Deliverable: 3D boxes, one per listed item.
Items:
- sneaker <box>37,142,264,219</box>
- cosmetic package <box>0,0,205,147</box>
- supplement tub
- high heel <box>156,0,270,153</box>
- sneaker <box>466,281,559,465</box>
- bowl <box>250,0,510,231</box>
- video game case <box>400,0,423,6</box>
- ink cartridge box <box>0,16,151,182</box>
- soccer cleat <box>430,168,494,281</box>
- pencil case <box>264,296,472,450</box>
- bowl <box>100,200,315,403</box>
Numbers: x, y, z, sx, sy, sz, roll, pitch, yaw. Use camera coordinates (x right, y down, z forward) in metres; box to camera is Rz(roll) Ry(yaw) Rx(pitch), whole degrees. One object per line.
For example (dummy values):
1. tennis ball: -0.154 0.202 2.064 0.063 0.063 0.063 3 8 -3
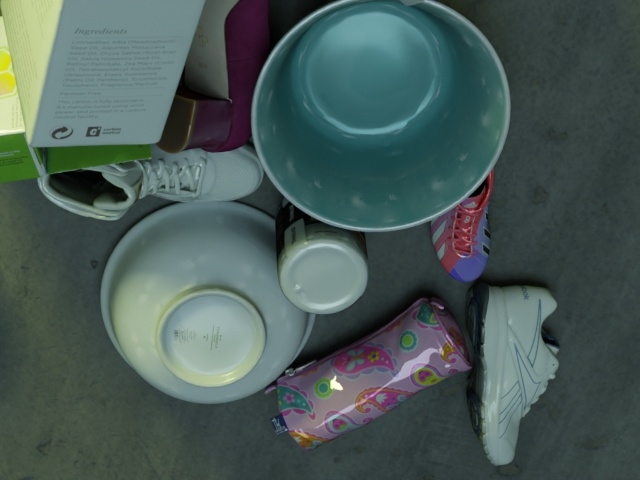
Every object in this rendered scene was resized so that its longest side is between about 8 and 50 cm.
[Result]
1. sneaker: -0.212 -0.073 1.897 0.293 0.169 0.108 7 117 -9
2. cosmetic package: -0.223 -0.325 1.611 0.162 0.230 0.453 -4 148 -22
3. supplement tub: 0.000 0.000 1.937 0.117 0.190 0.117 -2 121 -3
4. high heel: -0.099 -0.285 1.824 0.127 0.181 0.377 30 113 22
5. sneaker: 0.273 0.193 2.116 0.129 0.111 0.297 -5 121 -7
6. bowl: 0.068 -0.184 1.851 0.312 0.163 0.311 -1 120 -2
7. video game case: 0.085 -0.441 1.675 0.244 0.061 0.269 37 71 -23
8. ink cartridge box: -0.341 -0.177 1.808 0.255 0.188 0.097 -9 146 1
9. soccer cleat: 0.190 -0.043 1.979 0.083 0.095 0.248 -2 120 -2
10. pencil case: 0.067 0.185 2.090 0.284 0.124 0.124 -29 117 14
11. bowl: -0.145 0.103 1.999 0.298 0.134 0.297 -2 111 -5
